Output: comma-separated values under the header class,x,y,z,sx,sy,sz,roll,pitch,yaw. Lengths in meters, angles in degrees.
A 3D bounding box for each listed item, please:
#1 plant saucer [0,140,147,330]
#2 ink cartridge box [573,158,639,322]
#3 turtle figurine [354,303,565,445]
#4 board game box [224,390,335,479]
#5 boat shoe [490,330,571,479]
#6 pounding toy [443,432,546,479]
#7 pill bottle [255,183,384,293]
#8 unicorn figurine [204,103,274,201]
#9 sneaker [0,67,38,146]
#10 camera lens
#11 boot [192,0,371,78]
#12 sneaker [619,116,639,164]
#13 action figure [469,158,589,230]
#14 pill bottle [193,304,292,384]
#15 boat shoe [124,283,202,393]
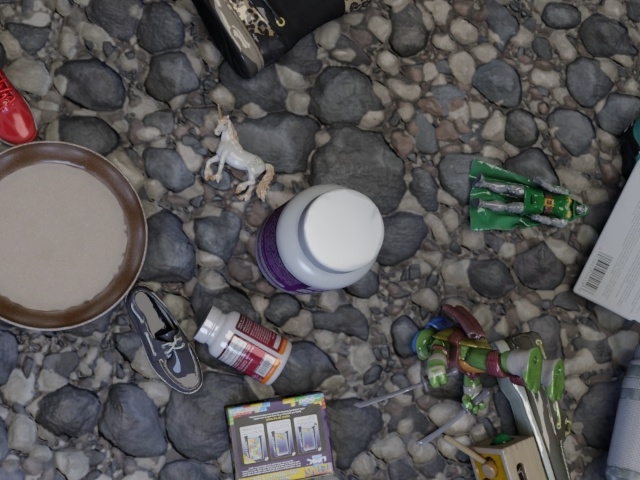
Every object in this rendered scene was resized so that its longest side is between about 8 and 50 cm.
class,x,y,z,sx,sy,sz,roll,pitch,yaw
plant saucer,-0.442,-0.007,1.628,0.311,0.050,0.310,2,83,-14
ink cartridge box,0.617,0.022,1.764,0.239,0.060,0.275,29,97,33
turtle figurine,0.254,0.250,1.670,0.274,0.266,0.198,-53,128,-36
board game box,-0.069,0.337,1.683,0.170,0.048,0.141,-7,88,-14
boat shoe,0.394,0.312,1.765,0.091,0.109,0.305,-18,85,-10
pounding toy,0.306,0.394,1.735,0.100,0.130,0.141,-16,88,-27
pill bottle,0.000,0.000,1.602,0.169,0.301,0.169,1,84,-13
unicorn figurine,-0.150,-0.142,1.713,0.162,0.060,0.111,34,77,-25
sneaker,-0.536,-0.251,1.589,0.087,0.128,0.221,-40,94,-14
camera lens,0.635,0.339,1.762,0.219,0.219,0.274,16,80,-11
boot,-0.101,-0.503,1.715,0.284,0.138,0.377,-29,95,-13
sneaker,0.665,-0.098,1.875,0.108,0.121,0.302,-25,94,-39
action figure,0.389,-0.071,1.831,0.232,0.063,0.137,8,79,-16
pill bottle,-0.131,0.172,1.665,0.152,0.086,0.086,31,78,-9
boat shoe,-0.260,0.165,1.645,0.075,0.065,0.206,-30,92,-15
